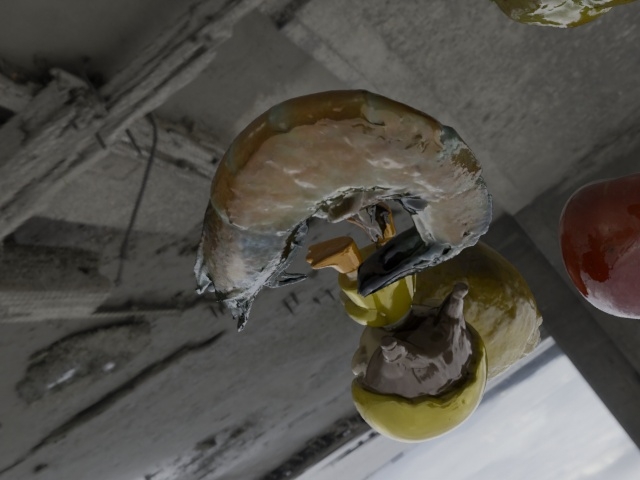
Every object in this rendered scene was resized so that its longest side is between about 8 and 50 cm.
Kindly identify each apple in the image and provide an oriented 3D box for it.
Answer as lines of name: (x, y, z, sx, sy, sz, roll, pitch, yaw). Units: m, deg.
apple: (0.484, 0.002, 1.154, 0.260, 0.216, 0.260, -9, -178, 0)

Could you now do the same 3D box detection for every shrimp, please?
shrimp: (0.000, 0.000, 0.807, 0.272, 0.085, 0.445, 15, 146, -19)

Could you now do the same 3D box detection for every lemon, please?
lemon: (0.229, 0.121, 1.379, 0.285, 0.285, 0.316, -37, 126, 8)

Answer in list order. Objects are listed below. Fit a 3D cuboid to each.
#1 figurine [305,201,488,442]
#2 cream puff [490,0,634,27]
figurine: (0.108, 0.127, 1.097, 0.215, 0.344, 0.187, -35, -159, -16)
cream puff: (0.230, -0.370, 0.679, 0.257, 0.324, 0.291, -29, -171, -10)
